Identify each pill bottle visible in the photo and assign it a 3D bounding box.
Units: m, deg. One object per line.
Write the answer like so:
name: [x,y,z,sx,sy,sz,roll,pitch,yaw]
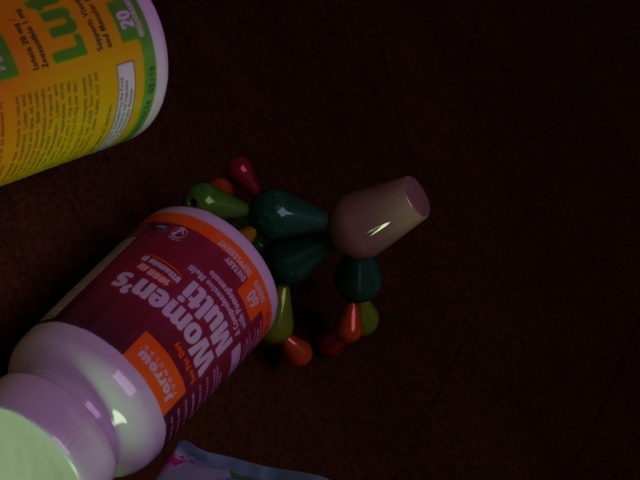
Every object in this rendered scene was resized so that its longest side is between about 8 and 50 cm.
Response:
pill bottle: [-0.229,-0.100,1.260,0.245,0.136,0.136,-25,97,-44]
pill bottle: [-0.134,0.083,1.315,0.121,0.121,0.221,57,47,-17]

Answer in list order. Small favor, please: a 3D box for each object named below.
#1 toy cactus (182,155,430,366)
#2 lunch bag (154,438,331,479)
toy cactus: [0.000,0.000,1.437,0.219,0.180,0.112,46,31,-32]
lunch bag: [-0.067,0.301,1.294,0.262,0.160,0.223,79,32,-46]
